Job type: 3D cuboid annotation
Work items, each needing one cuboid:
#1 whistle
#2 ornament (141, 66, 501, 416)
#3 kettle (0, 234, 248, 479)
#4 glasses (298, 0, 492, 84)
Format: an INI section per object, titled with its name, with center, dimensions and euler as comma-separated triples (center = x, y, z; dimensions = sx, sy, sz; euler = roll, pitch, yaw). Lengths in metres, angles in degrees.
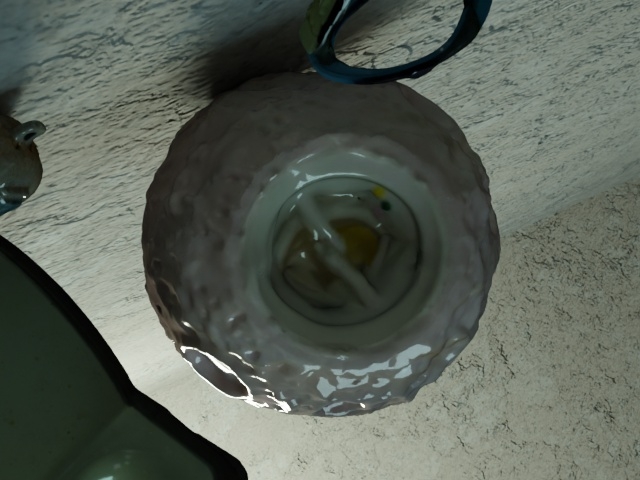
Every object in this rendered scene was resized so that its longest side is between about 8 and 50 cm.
[whistle]
center = -0.251, -0.015, 0.582
dimensions = 0.220, 0.057, 0.107
euler = -24, 175, 13
[ornament]
center = 0.000, 0.000, 0.720
dimensions = 0.260, 0.259, 0.225
euler = -24, -172, -8
[kettle]
center = -0.268, 0.198, 0.589
dimensions = 0.377, 0.361, 0.250
euler = -44, 148, -31
[glasses]
center = 0.081, -0.162, 0.465
dimensions = 0.239, 0.102, 0.207
euler = -26, 171, 12
